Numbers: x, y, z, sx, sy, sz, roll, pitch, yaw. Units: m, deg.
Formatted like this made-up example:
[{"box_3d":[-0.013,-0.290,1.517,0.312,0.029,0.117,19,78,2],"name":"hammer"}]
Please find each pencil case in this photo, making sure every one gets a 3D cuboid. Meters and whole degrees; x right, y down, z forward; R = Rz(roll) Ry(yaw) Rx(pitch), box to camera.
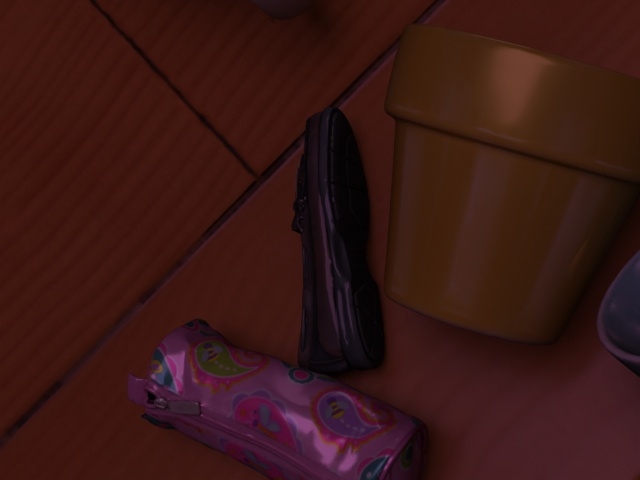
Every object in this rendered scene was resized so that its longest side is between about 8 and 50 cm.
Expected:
[{"box_3d":[-0.040,0.172,1.170,0.284,0.124,0.124,22,84,23],"name":"pencil case"}]

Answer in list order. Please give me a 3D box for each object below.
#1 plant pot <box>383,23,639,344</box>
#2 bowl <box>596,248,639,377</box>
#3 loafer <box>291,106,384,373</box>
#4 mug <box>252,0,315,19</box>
[{"box_3d":[0.163,-0.045,1.098,0.254,0.254,0.239,19,97,25],"name":"plant pot"},{"box_3d":[0.389,0.059,0.964,0.311,0.311,0.163,-31,102,11],"name":"bowl"},{"box_3d":[0.000,0.000,1.224,0.084,0.096,0.267,-14,72,24],"name":"loafer"},{"box_3d":[-0.112,-0.382,1.244,0.276,0.328,0.374,-31,67,11],"name":"mug"}]
